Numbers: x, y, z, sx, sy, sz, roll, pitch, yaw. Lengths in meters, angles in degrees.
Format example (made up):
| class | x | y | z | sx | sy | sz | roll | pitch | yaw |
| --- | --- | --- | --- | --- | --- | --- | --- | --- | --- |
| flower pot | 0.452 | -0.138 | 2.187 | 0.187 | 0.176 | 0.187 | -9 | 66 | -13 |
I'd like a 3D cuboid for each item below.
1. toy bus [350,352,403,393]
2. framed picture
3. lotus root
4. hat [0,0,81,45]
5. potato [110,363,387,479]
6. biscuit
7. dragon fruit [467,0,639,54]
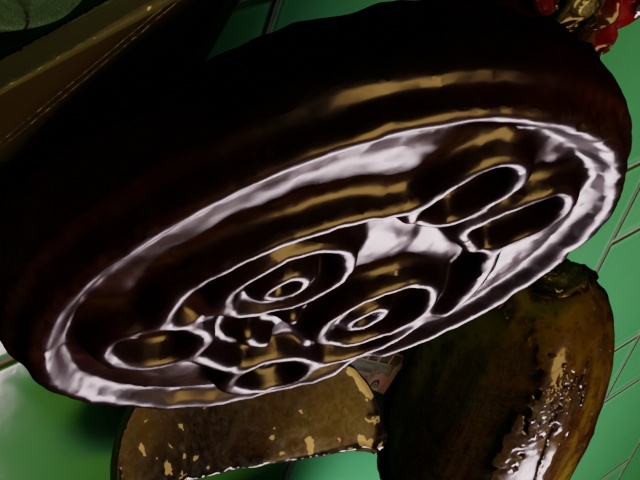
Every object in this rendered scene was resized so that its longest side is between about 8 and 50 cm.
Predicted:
| class | x | y | z | sx | sy | sz | roll | pitch | yaw |
| --- | --- | --- | --- | --- | --- | --- | --- | --- | --- |
| toy bus | 0.032 | 0.102 | 1.529 | 0.052 | 0.037 | 0.130 | -57 | 154 | 2 |
| framed picture | -0.150 | -0.062 | 0.934 | 0.260 | 0.023 | 0.189 | -35 | 171 | -29 |
| lotus root | 0.160 | 0.155 | 1.625 | 0.179 | 0.196 | 0.398 | -25 | 143 | -35 |
| hat | -0.147 | -0.145 | 0.825 | 0.191 | 0.078 | 0.138 | -28 | 151 | -40 |
| potato | -0.078 | 0.123 | 1.343 | 0.261 | 0.100 | 0.120 | -3 | 91 | -40 |
| biscuit | 0.000 | 0.000 | 1.056 | 0.407 | 0.091 | 0.407 | -16 | 157 | -7 |
| dragon fruit | 0.163 | -0.238 | 1.082 | 0.273 | 0.198 | 0.218 | -51 | 147 | 0 |
